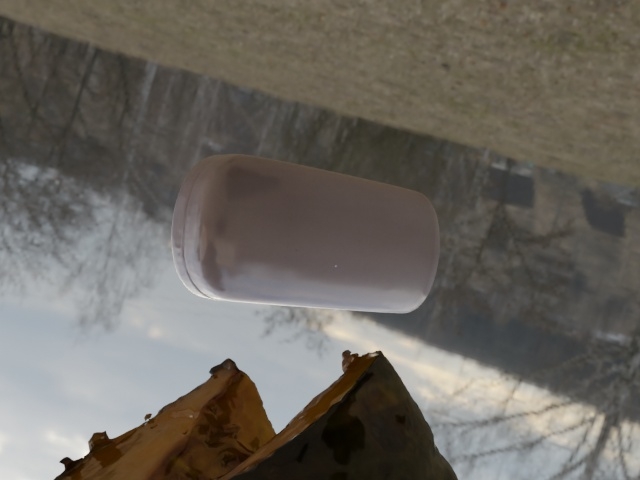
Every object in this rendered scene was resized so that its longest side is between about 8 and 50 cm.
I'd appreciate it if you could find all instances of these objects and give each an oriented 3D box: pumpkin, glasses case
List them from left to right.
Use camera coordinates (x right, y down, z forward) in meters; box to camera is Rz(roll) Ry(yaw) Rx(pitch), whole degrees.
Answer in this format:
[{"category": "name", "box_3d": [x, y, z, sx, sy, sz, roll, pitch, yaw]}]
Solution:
[{"category": "pumpkin", "box_3d": [-0.049, 0.207, 0.595, 0.225, 0.256, 0.303, 55, 155, -5]}, {"category": "glasses case", "box_3d": [0.000, 0.000, 0.861, 0.075, 0.113, 0.297, 6, 178, 41]}]
